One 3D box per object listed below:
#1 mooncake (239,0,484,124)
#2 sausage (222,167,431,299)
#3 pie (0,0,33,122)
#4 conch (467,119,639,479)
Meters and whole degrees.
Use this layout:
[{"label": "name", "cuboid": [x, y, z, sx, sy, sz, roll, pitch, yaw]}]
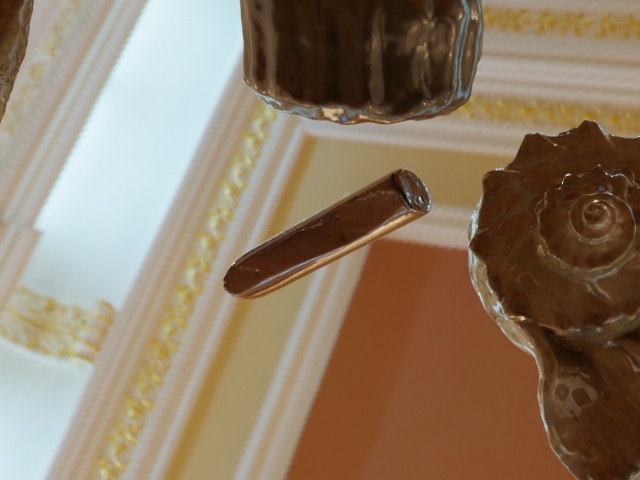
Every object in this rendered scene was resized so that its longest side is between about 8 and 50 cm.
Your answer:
[{"label": "mooncake", "cuboid": [0.049, -0.235, 1.651, 0.290, 0.161, 0.290, 2, -165, -1]}, {"label": "sausage", "cuboid": [0.000, 0.000, 0.649, 0.116, 0.026, 0.026, -28, -134, 34]}, {"label": "pie", "cuboid": [-0.254, -0.150, 1.036, 0.079, 0.193, 0.163, 24, -113, -16]}, {"label": "conch", "cuboid": [0.225, 0.064, 0.975, 0.186, 0.324, 0.263, -11, -115, 29]}]
